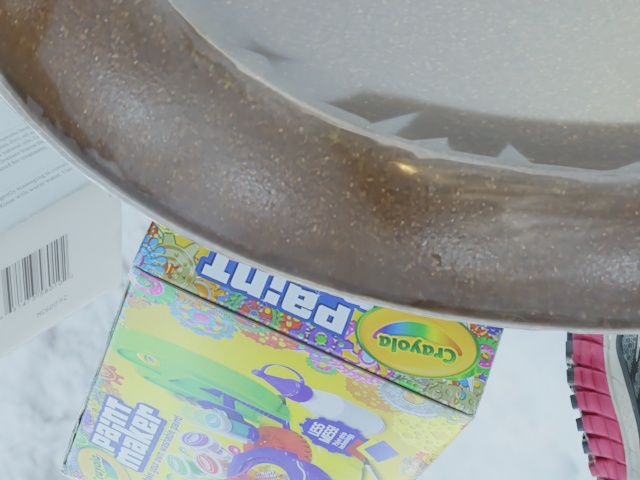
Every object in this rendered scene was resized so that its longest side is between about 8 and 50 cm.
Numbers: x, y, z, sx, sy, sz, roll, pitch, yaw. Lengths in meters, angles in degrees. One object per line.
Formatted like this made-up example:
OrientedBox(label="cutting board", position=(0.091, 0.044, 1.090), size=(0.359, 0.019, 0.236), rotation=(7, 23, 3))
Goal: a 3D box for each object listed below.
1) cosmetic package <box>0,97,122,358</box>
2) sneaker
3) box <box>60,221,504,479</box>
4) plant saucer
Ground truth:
OrientedBox(label="cosmetic package", position=(-0.360, -0.070, 1.473), size=(0.365, 0.197, 0.155), rotation=(39, 144, 29))
OrientedBox(label="sneaker", position=(0.247, 0.191, 1.122), size=(0.121, 0.112, 0.299), rotation=(-24, -79, -78))
OrientedBox(label="box", position=(0.000, 0.000, 0.949), size=(0.177, 0.279, 0.290), rotation=(24, 150, -3))
OrientedBox(label="plant saucer", position=(0.072, -0.069, 0.363), size=(0.310, 0.310, 0.050), rotation=(108, 167, -60))
